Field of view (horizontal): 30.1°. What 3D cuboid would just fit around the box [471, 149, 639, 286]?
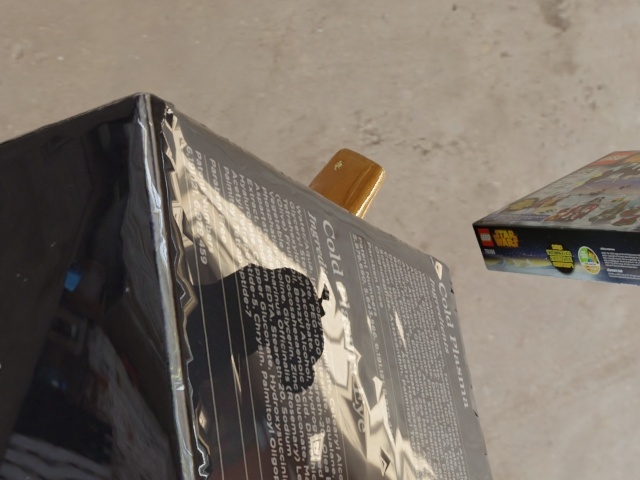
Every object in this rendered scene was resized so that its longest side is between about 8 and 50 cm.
[{"bbox_3d":[0.143,-0.013,0.519,0.094,0.137,0.027,-25,103,-24],"label":"box"}]

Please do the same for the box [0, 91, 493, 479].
[{"bbox_3d":[-0.128,0.104,0.574,0.312,0.343,0.179,24,53,-61],"label":"box"}]

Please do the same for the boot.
[{"bbox_3d":[0.001,0.000,1.299,0.104,0.295,0.211,40,90,-21],"label":"boot"}]
